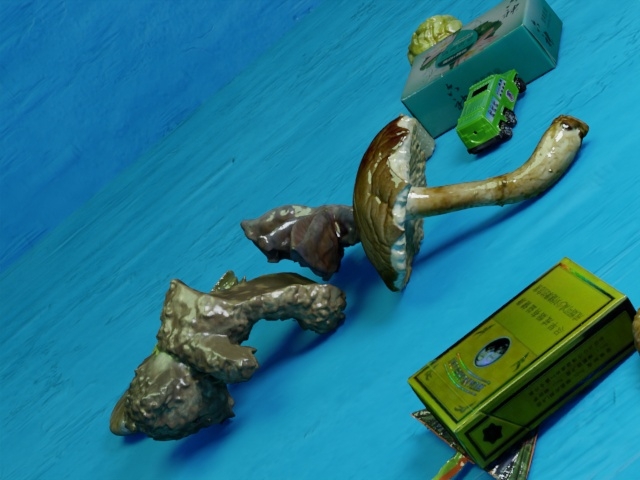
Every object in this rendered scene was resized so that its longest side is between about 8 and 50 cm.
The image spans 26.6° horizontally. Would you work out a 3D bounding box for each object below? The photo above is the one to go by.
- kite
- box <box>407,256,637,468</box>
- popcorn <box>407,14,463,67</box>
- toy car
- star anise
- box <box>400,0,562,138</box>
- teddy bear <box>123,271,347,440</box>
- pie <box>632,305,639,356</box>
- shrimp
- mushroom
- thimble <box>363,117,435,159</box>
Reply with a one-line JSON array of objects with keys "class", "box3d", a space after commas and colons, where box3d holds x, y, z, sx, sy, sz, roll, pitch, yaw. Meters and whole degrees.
[{"class": "kite", "box3d": [0.167, 0.197, 1.394, 0.183, 0.014, 0.241, -43, 25, -14]}, {"class": "box", "box3d": [0.209, 0.121, 1.382, 0.220, 0.064, 0.141, -39, 23, -2]}, {"class": "popcorn", "box3d": [0.209, -0.328, 2.339, 0.116, 0.121, 0.106, -9, -10, 16]}, {"class": "toy car", "box3d": [0.252, -0.199, 2.011, 0.071, 0.062, 0.165, -26, 28, 38]}, {"class": "star anise", "box3d": [-0.001, 0.000, 1.933, 0.198, 0.111, 0.257, -8, 4, -25]}, {"class": "box", "box3d": [0.257, -0.285, 2.151, 0.245, 0.092, 0.153, -31, 22, 30]}, {"class": "teddy bear", "box3d": [-0.120, 0.162, 1.867, 0.296, 0.222, 0.246, -1, 3, -17]}, {"class": "pie", "box3d": [0.375, 0.059, 1.256, 0.195, 0.046, 0.195, -35, 19, 14]}, {"class": "shrimp", "box3d": [-0.221, 0.177, 2.109, 0.317, 0.077, 0.168, -50, 18, -15]}, {"class": "mushroom", "box3d": [0.170, -0.064, 1.739, 0.301, 0.208, 0.233, -19, 57, 36]}, {"class": "thimble", "box3d": [0.124, -0.142, 2.145, 0.110, 0.062, 0.084, -29, 22, 32]}]
